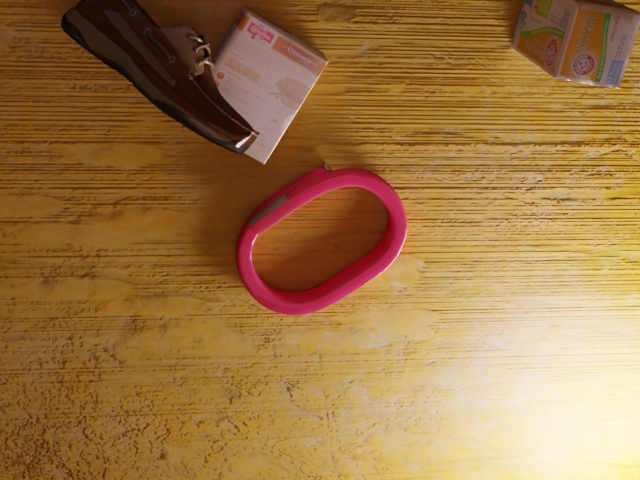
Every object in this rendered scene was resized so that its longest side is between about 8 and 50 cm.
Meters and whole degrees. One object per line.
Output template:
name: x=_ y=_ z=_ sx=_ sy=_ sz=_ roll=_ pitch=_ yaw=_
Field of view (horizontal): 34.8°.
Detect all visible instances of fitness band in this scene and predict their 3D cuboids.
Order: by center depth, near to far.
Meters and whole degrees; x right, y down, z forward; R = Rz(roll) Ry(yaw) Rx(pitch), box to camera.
fitness band: x=0.000 y=0.000 z=1.661 sx=0.291 sy=0.054 sz=0.209 roll=-32 pitch=116 yaw=6

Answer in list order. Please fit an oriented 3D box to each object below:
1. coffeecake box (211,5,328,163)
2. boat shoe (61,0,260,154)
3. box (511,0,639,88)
coffeecake box: x=-0.099 y=-0.233 z=1.534 sx=0.142 sy=0.068 sz=0.185 roll=29 pitch=106 yaw=-18
boat shoe: x=-0.213 y=-0.252 z=1.440 sx=0.324 sy=0.122 sz=0.120 roll=38 pitch=93 yaw=3
box: x=0.371 y=-0.307 z=1.503 sx=0.103 sy=0.203 sz=0.114 roll=7 pitch=111 yaw=-12
